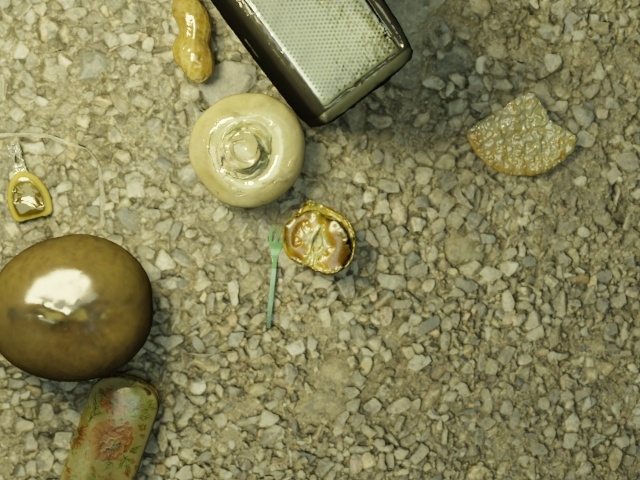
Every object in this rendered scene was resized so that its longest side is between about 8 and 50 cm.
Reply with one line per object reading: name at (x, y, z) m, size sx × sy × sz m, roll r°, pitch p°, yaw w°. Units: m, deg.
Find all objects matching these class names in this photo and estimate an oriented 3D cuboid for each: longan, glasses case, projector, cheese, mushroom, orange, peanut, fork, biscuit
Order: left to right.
cheese at (-0.626, -0.125, 1.646) m, size 0.086 × 0.036 × 0.163 m, roll -14°, pitch 99°, yaw -7°
longan at (-0.497, 0.135, 1.565) m, size 0.318 × 0.319 × 0.319 m, roll -1°, pitch 97°, yaw -7°
glasses case at (-0.479, 0.497, 1.712) m, size 0.156 × 0.098 × 0.425 m, roll 19°, pitch 94°, yaw -5°
peanut at (-0.269, -0.426, 1.636) m, size 0.089 × 0.089 × 0.193 m, roll -3°, pitch 93°, yaw -7°
mushroom at (-0.154, -0.187, 1.621) m, size 0.246 × 0.202 × 0.246 m, roll 0°, pitch 99°, yaw 3°
fork at (-0.108, 0.080, 1.750) m, size 0.039 × 0.021 × 0.235 m, roll 6°, pitch 98°, yaw -4°
projector at (-0.036, -0.439, 1.503) m, size 0.242 × 0.395 × 0.405 m, roll -37°, pitch 99°, yaw -1°
orange at (0.000, 0.000, 1.708) m, size 0.160 × 0.112 × 0.170 m, roll -17°, pitch 75°, yaw 6°
biscuit at (0.460, -0.241, 1.774) m, size 0.265 × 0.040 × 0.188 m, roll 5°, pitch 97°, yaw -9°
